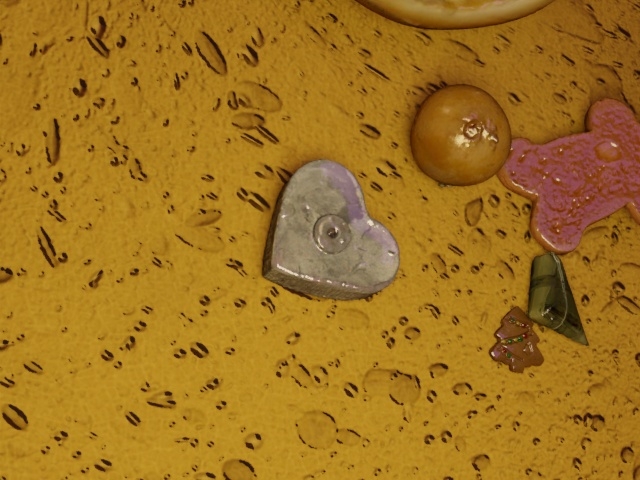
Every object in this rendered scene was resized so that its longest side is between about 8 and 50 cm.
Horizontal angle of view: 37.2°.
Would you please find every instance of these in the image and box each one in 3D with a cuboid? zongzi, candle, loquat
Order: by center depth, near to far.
[{"bbox_3d":[0.000,0.000,1.203,0.169,0.068,0.192,-32,85,-22],"label":"candle"},{"bbox_3d":[0.188,-0.137,1.269,0.141,0.141,0.141,5,75,-18],"label":"loquat"},{"bbox_3d":[0.337,0.080,1.315,0.113,0.052,0.104,27,62,-26],"label":"zongzi"}]

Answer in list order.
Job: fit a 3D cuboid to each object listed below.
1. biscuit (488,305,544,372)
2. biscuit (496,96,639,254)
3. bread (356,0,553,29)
[{"bbox_3d":[0.269,0.134,1.291,0.082,0.016,0.092,12,74,-16],"label":"biscuit"},{"bbox_3d":[0.424,-0.100,1.357,0.324,0.049,0.205,-25,77,-7],"label":"biscuit"},{"bbox_3d":[0.177,-0.462,1.246,0.424,0.329,0.245,-3,54,-20],"label":"bread"}]
